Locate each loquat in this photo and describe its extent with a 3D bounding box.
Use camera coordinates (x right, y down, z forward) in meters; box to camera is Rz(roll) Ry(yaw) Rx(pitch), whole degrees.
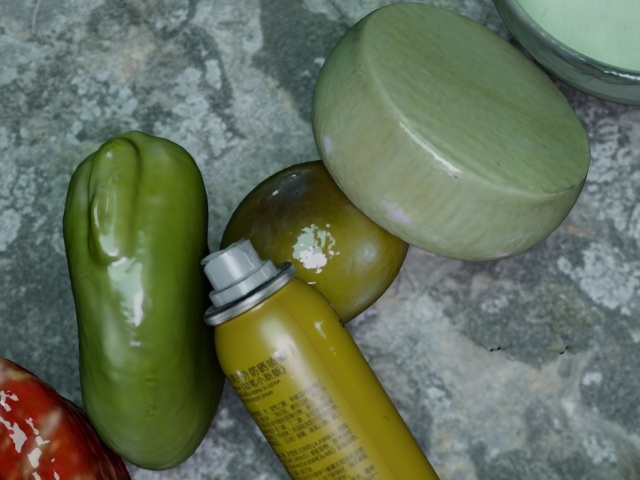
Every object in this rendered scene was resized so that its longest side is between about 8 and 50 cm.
[{"bbox_3d":[0.000,0.000,1.145,0.152,0.152,0.195,42,83,16],"label":"loquat"}]

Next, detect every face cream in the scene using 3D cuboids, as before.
[{"bbox_3d":[0.012,0.154,1.046,0.105,0.105,0.348,-33,97,-5],"label":"face cream"}]

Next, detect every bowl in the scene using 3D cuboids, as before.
[{"bbox_3d":[0.301,-0.251,1.181,0.307,0.163,0.307,-2,72,6],"label":"bowl"}]

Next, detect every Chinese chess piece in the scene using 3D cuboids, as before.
[{"bbox_3d":[0.113,-0.095,1.122,0.250,0.101,0.250,20,40,-18],"label":"Chinese chess piece"}]

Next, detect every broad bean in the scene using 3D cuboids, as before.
[{"bbox_3d":[-0.144,0.050,1.085,0.119,0.238,0.291,-5,106,0],"label":"broad bean"}]

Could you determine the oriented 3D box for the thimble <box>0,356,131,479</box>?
[{"bbox_3d":[-0.312,0.270,1.051,0.350,0.230,0.350,-1,73,4],"label":"thimble"}]
